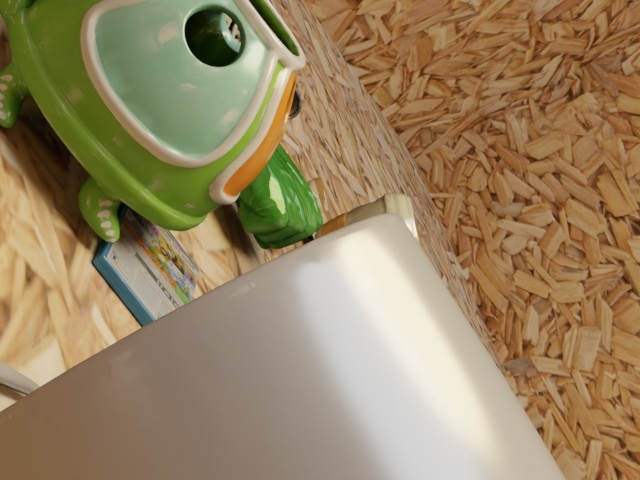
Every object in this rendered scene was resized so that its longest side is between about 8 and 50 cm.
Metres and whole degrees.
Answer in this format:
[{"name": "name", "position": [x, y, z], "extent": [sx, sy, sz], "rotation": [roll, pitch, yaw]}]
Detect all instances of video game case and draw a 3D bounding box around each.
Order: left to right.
[{"name": "video game case", "position": [-0.165, 0.026, 0.962], "extent": [0.119, 0.015, 0.166], "rotation": [55, 14, -21]}]

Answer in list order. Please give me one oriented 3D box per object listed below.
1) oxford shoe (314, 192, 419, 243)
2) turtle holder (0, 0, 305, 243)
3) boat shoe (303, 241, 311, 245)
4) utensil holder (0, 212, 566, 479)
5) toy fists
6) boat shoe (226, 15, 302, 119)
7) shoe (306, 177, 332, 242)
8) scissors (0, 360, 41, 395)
[{"name": "oxford shoe", "position": [0.066, 0.134, 1.247], "extent": [0.169, 0.130, 0.449], "rotation": [-99, -179, -52]}, {"name": "turtle holder", "position": [-0.160, -0.178, 0.919], "extent": [0.320, 0.227, 0.243], "rotation": [59, 15, 14]}, {"name": "boat shoe", "position": [0.017, 0.045, 1.394], "extent": [0.113, 0.127, 0.340], "rotation": [30, 31, 16]}, {"name": "utensil holder", "position": [0.007, 0.223, 0.537], "extent": [0.385, 0.327, 0.327], "rotation": [60, 13, 5]}, {"name": "toy fists", "position": [-0.064, -0.057, 1.331], "extent": [0.142, 0.096, 0.279], "rotation": [56, 3, 0]}, {"name": "boat shoe", "position": [-0.115, -0.283, 1.359], "extent": [0.105, 0.113, 0.306], "rotation": [53, -6, 46]}, {"name": "shoe", "position": [0.000, 0.000, 1.585], "extent": [0.076, 0.058, 0.219], "rotation": [105, -28, -59]}, {"name": "scissors", "position": [-0.261, 0.029, 0.569], "extent": [0.109, 0.021, 0.297], "rotation": [64, 15, 23]}]
